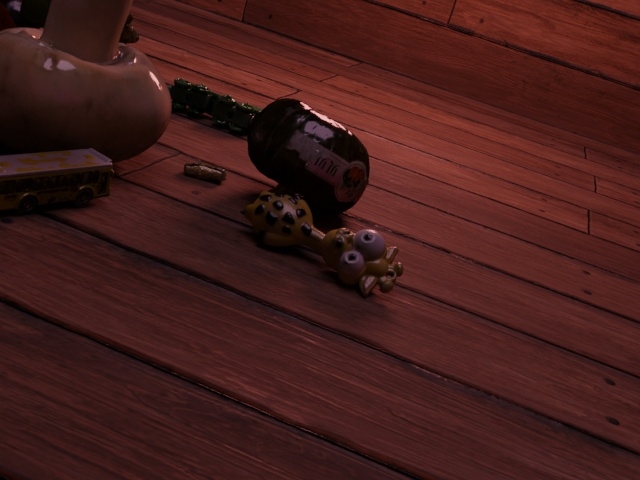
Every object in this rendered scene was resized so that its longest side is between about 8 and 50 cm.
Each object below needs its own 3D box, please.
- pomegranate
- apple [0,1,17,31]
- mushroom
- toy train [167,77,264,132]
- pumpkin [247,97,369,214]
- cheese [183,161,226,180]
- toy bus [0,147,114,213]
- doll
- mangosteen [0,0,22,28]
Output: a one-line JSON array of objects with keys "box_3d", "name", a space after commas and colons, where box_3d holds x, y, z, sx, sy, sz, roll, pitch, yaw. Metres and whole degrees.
[{"box_3d": [-0.502, -0.444, 1.680, 0.231, 0.231, 0.286, 8, 23, -22], "name": "pomegranate"}, {"box_3d": [-0.715, -0.401, 1.634, 0.234, 0.234, 0.234, 15, 21, -6], "name": "apple"}, {"box_3d": [-0.429, -0.275, 1.440, 0.353, 0.353, 0.325, 12, 52, -13], "name": "mushroom"}, {"box_3d": [-0.251, -0.327, 1.983, 0.251, 0.085, 0.119, 24, 16, 13], "name": "toy train"}, {"box_3d": [-0.031, -0.146, 1.557, 0.260, 0.189, 0.260, 37, -1, 1], "name": "pumpkin"}, {"box_3d": [-0.222, -0.135, 1.581, 0.083, 0.030, 0.044, 12, 0, -1], "name": "cheese"}, {"box_3d": [-0.428, -0.092, 1.250, 0.081, 0.074, 0.226, 29, 25, 30], "name": "toy bus"}, {"box_3d": [0.000, -0.001, 1.337, 0.291, 0.086, 0.117, 28, 63, 22], "name": "doll"}, {"box_3d": [-0.739, -0.501, 1.963, 0.172, 0.184, 0.172, 52, -8, 10], "name": "mangosteen"}]
